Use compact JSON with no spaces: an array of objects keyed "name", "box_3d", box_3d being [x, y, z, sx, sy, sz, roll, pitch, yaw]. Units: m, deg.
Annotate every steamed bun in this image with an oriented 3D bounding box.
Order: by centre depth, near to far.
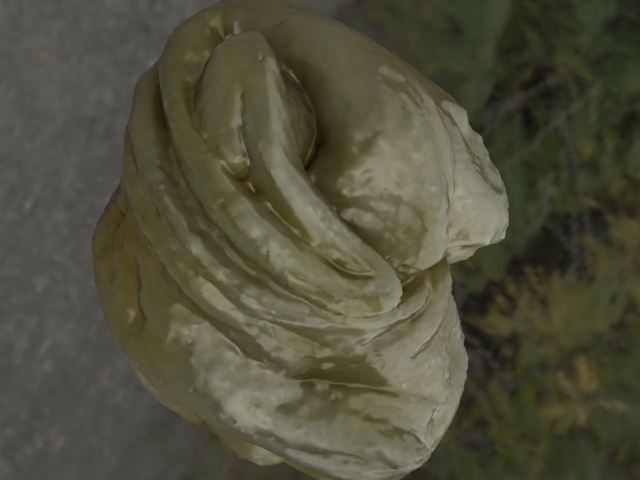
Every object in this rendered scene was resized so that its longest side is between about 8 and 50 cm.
[{"name":"steamed bun","box_3d":[-0.004,-0.004,1.372,0.230,0.325,0.372,177,-75,-69]}]
